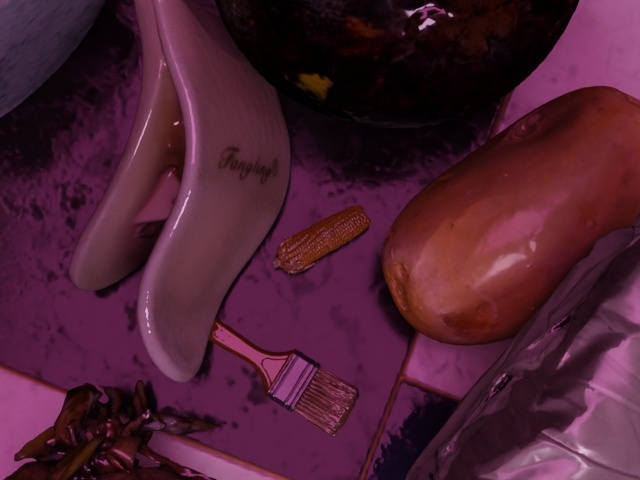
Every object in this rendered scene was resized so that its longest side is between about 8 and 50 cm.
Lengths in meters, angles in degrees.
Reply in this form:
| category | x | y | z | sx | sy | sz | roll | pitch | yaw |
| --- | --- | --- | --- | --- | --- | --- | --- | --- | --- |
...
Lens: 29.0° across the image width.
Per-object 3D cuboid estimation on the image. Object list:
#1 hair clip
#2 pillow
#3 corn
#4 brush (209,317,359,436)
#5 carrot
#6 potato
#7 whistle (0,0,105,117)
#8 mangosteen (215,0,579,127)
| category | x | y | z | sx | sy | sz | roll | pitch | yaw |
| --- | --- | --- | --- | --- | --- | --- | --- | --- | --- |
| hair clip | -0.094 | -0.048 | 0.898 | 0.113 | 0.172 | 0.282 | 23 | 94 | 21 |
| pillow | 0.209 | 0.148 | 0.848 | 0.310 | 0.138 | 0.283 | -54 | 130 | -4 |
| corn | 0.000 | 0.000 | 0.954 | 0.083 | 0.027 | 0.028 | -28 | 63 | -5 |
| brush | -0.050 | 0.089 | 0.950 | 0.170 | 0.014 | 0.043 | 32 | 83 | 5 |
| carrot | -0.150 | 0.257 | 0.833 | 0.214 | 0.193 | 0.331 | -16 | 76 | 39 |
| potato | 0.151 | -0.018 | 0.897 | 0.234 | 0.146 | 0.150 | -35 | 40 | -4 |
| whistle | -0.327 | -0.140 | 0.886 | 0.405 | 0.188 | 0.168 | -44 | 86 | -5 |
| mangosteen | 0.051 | -0.221 | 0.875 | 0.288 | 0.288 | 0.288 | 0 | 83 | -1 |
